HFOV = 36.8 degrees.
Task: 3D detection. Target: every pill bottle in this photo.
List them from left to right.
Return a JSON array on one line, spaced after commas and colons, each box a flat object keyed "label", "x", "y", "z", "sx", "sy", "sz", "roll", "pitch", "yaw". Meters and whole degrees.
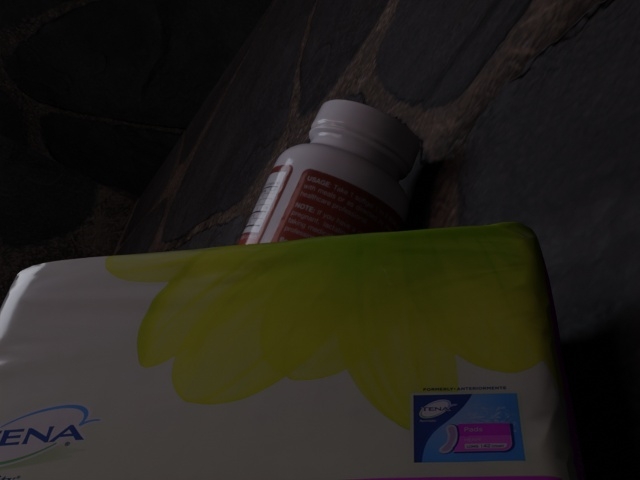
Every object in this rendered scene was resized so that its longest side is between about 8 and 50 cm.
[{"label": "pill bottle", "x": 0.000, "y": 0.000, "z": 0.788, "sx": 0.216, "sy": 0.121, "sz": 0.121, "roll": -66, "pitch": 16, "yaw": -13}]

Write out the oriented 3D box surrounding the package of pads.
[{"label": "package of pads", "x": -0.032, "y": 0.097, "z": 0.450, "sx": 0.229, "sy": 0.296, "sz": 0.101, "roll": -84, "pitch": -14, "yaw": -52}]
